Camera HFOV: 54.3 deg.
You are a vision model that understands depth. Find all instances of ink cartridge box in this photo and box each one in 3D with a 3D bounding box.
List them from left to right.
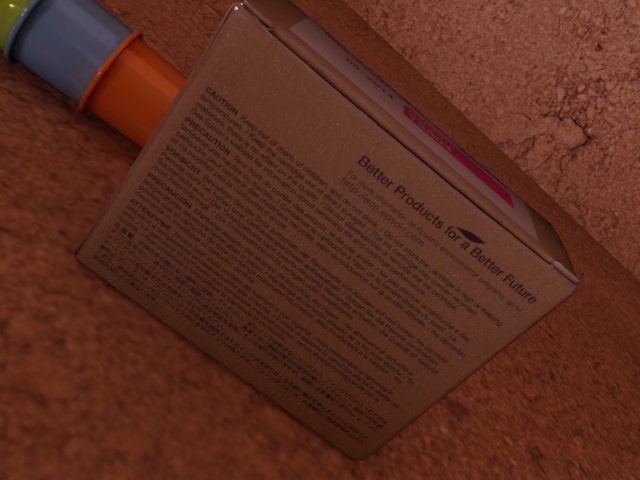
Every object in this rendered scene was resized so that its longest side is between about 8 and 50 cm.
[{"bbox_3d":[0.000,0.000,0.390,0.234,0.193,0.088,39,26,-9],"label":"ink cartridge box"}]

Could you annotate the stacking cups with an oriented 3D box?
[{"bbox_3d":[-0.190,-0.149,0.477,0.316,0.096,0.096,38,26,-13],"label":"stacking cups"}]
